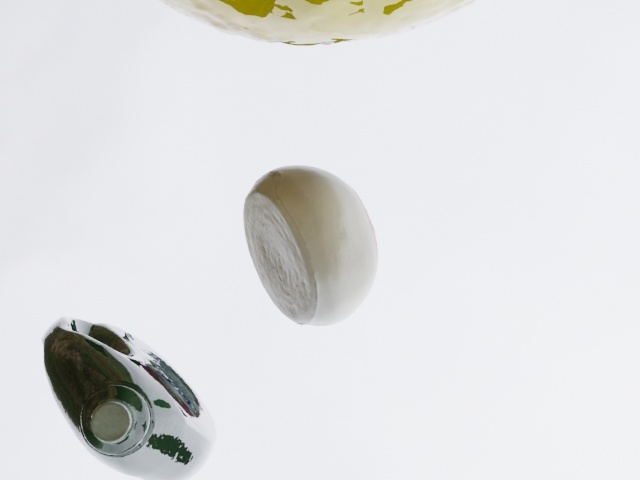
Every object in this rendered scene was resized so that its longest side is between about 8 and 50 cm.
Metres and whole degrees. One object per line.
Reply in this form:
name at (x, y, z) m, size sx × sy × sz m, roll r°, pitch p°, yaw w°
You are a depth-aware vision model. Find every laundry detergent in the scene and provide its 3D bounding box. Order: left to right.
laundry detergent at (-0.128, 0.101, 0.802) m, size 0.063 × 0.137 × 0.211 m, roll -43°, pitch 177°, yaw -3°

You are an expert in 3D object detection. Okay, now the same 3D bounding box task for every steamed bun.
steamed bun at (0.000, 0.000, 1.748) m, size 0.145 × 0.232 × 0.232 m, roll -21°, pitch -153°, yaw -24°

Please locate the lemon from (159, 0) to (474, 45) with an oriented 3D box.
lemon at (-0.005, -0.279, 0.709) m, size 0.348 × 0.348 × 0.348 m, roll -29°, pitch -139°, yaw 29°
